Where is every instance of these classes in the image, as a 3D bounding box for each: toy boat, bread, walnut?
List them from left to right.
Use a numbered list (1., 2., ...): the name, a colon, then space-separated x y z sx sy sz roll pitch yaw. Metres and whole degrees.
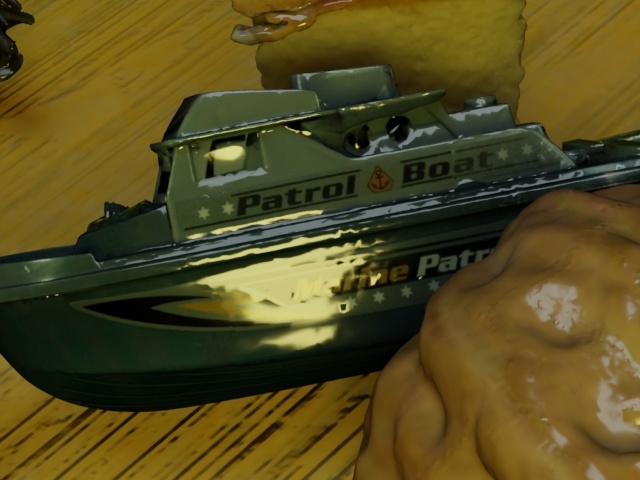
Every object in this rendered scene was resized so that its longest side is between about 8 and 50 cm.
1. toy boat: 0.001 -0.004 0.641 0.296 0.122 0.114 -8 3 -2
2. bread: 0.026 -0.112 0.742 0.127 0.147 0.152 -5 46 5
3. walnut: 0.113 0.089 0.485 0.213 0.213 0.213 -7 43 6

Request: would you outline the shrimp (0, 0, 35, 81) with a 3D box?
1. shrimp: -0.234 -0.202 0.961 0.272 0.085 0.445 -24 39 -20
